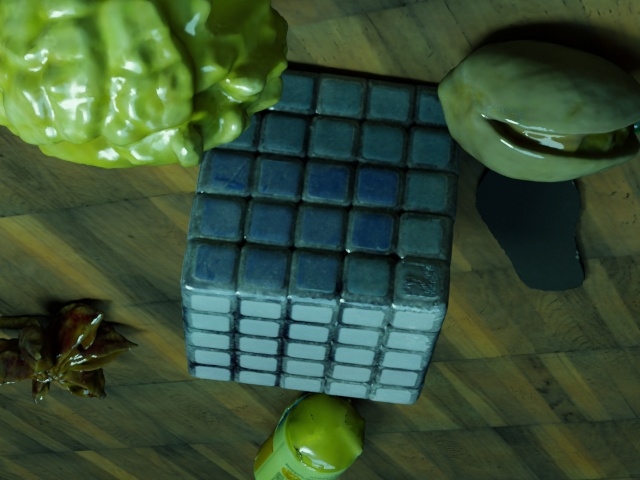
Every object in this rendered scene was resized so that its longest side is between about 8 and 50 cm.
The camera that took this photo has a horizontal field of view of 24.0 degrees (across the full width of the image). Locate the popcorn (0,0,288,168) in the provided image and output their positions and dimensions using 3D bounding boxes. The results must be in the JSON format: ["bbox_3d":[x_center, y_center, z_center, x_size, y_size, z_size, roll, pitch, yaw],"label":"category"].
[{"bbox_3d":[-0.140,-0.168,1.128,0.249,0.249,0.225,2,117,8],"label":"popcorn"}]

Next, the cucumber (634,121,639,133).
[{"bbox_3d":[0.242,-0.113,1.359,0.155,0.037,0.037,4,154,8],"label":"cucumber"}]

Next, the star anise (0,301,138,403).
[{"bbox_3d":[-0.342,0.141,1.912,0.212,0.111,0.196,8,160,-21],"label":"star anise"}]

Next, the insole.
[{"bbox_3d":[0.230,-0.015,1.584,0.110,0.012,0.309,-4,152,18],"label":"insole"}]

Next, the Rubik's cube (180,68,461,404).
[{"bbox_3d":[0.000,0.000,1.408,0.237,0.237,0.238,6,155,-2],"label":"Rubik's cube"}]

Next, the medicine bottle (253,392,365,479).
[{"bbox_3d":[-0.015,0.297,2.151,0.124,0.124,0.239,11,152,-11],"label":"medicine bottle"}]

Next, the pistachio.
[{"bbox_3d":[0.193,-0.112,1.290,0.184,0.124,0.124,8,154,-15],"label":"pistachio"}]
